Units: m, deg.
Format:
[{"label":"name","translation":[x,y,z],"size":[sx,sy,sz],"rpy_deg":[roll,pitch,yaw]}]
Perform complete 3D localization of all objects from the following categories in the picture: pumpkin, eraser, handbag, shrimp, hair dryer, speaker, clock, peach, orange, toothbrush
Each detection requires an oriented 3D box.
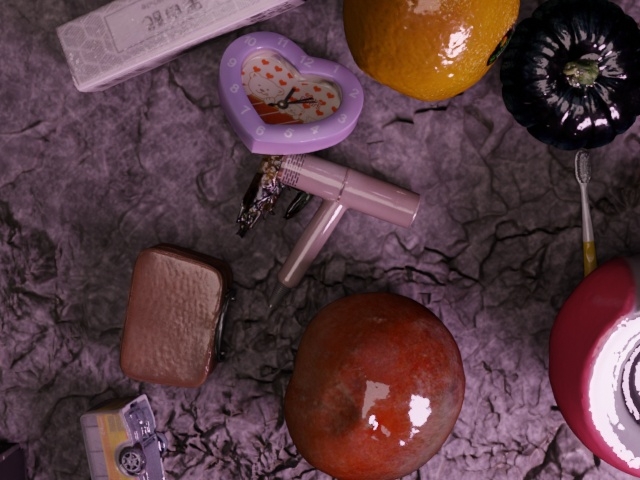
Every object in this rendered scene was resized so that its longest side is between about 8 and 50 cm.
[{"label":"pumpkin","translation":[0.323,-0.210,1.229],"size":[0.194,0.150,0.194],"rpy_deg":[-8,112,-22]},{"label":"eraser","translation":[-0.150,-0.317,1.304],"size":[0.404,0.098,0.096],"rpy_deg":[-22,94,11]},{"label":"handbag","translation":[-0.200,0.110,1.387],"size":[0.151,0.072,0.193],"rpy_deg":[15,98,6]},{"label":"shrimp","translation":[-0.060,-0.063,1.359],"size":[0.091,0.034,0.161],"rpy_deg":[32,100,3]},{"label":"hair dryer","translation":[0.011,0.007,1.331],"size":[0.195,0.053,0.220],"rpy_deg":[19,97,-2]},{"label":"speaker","translation":[0.419,0.149,1.193],"size":[0.294,0.294,0.294],"rpy_deg":[1,98,9]},{"label":"clock","translation":[-0.051,-0.180,1.301],"size":[0.198,0.064,0.172],"rpy_deg":[26,62,4]},{"label":"peach","translation":[0.071,0.193,1.274],"size":[0.252,0.252,0.252],"rpy_deg":[1,98,9]},{"label":"orange","translation":[0.136,-0.291,1.204],"size":[0.236,0.236,0.236],"rpy_deg":[1,98,9]},{"label":"toothbrush","translation":[0.361,0.023,1.309],"size":[0.021,0.024,0.288],"rpy_deg":[-5,97,8]}]

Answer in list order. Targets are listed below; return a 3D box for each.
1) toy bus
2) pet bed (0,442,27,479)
[{"label":"toy bus","translation":[-0.275,0.364,1.426],"size":[0.106,0.092,0.268],"rpy_deg":[-7,97,19]},{"label":"pet bed","translation":[-0.532,0.407,1.422],"size":[0.159,0.183,0.210],"rpy_deg":[-1,97,7]}]
